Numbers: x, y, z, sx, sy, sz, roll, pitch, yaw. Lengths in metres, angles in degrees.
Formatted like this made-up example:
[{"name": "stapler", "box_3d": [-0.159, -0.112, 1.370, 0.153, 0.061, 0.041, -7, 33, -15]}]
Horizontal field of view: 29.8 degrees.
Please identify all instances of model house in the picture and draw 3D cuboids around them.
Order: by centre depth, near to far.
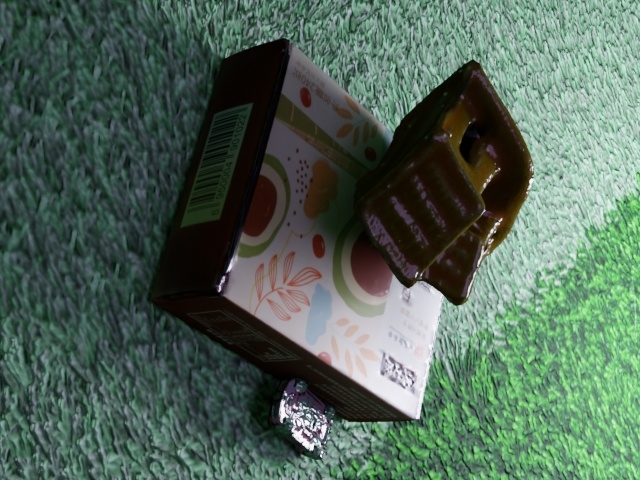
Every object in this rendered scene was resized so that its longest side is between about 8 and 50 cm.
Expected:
[{"name": "model house", "box_3d": [0.149, -0.035, 1.468, 0.268, 0.173, 0.239, 56, 45, -23]}]

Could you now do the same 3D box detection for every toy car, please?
[{"name": "toy car", "box_3d": [-0.027, 0.221, 1.497, 0.142, 0.055, 0.069, 50, 51, -49]}]

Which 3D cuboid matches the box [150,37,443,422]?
[{"name": "box", "box_3d": [0.000, 0.000, 1.517, 0.385, 0.122, 0.345, 37, 56, -39]}]
